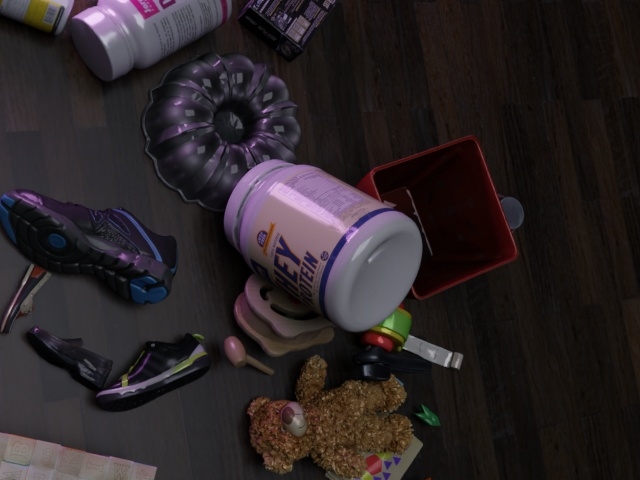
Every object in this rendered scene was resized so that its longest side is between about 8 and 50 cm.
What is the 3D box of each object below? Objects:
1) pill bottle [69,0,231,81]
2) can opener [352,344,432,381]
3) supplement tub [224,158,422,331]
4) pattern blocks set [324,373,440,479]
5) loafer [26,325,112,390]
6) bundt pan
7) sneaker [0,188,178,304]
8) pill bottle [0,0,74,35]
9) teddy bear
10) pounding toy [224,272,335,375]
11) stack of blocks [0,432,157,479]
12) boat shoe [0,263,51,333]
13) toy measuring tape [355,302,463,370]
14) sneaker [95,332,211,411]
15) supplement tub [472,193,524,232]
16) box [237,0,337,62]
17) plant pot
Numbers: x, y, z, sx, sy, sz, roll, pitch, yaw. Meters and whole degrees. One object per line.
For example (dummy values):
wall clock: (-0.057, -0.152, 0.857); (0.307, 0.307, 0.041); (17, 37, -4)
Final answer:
pill bottle: (-0.323, -0.427, 1.907); (0.283, 0.160, 0.160); (-37, 98, -26)
can opener: (0.144, 0.250, 2.013); (0.186, 0.059, 0.073); (8, 77, -38)
supplement tub: (0.000, 0.000, 1.855); (0.235, 0.325, 0.235); (-30, 136, -35)
pattern blocks set: (0.107, 0.444, 2.034); (0.325, 0.026, 0.285); (-43, 95, -24)
loafer: (-0.451, 0.201, 1.798); (0.170, 0.062, 0.061); (43, 57, -24)
bundt pan: (-0.178, -0.226, 1.966); (0.331, 0.124, 0.330); (5, 78, -25)
sneaker: (-0.422, -0.006, 1.832); (0.341, 0.125, 0.139); (30, 42, -16)
pill bottle: (-0.552, -0.456, 1.834); (0.184, 0.103, 0.103); (20, 73, -22)
teddy bear: (0.031, 0.349, 1.952); (0.338, 0.113, 0.245); (14, 70, -18)
pounding toy: (-0.092, 0.161, 1.970); (0.270, 0.154, 0.154); (-11, 57, -36)
stack of blocks: (-0.451, 0.393, 1.697); (0.297, 0.171, 0.087); (19, 73, -23)
boat shoe: (-0.528, 0.108, 1.781); (0.043, 0.049, 0.137); (31, 65, -21)
toy measuring tape: (0.182, 0.196, 2.072); (0.330, 0.121, 0.121); (25, 71, -20)
sneaker: (-0.317, 0.240, 1.855); (0.235, 0.084, 0.097); (-19, 68, -30)
supplement tub: (0.351, -0.042, 2.148); (0.106, 0.198, 0.106); (5, 79, -26)
box: (-0.062, -0.494, 2.092); (0.147, 0.077, 0.180); (36, 68, -16)
plant pot: (0.197, -0.033, 2.050); (0.267, 0.236, 0.267); (-20, 91, -27)
